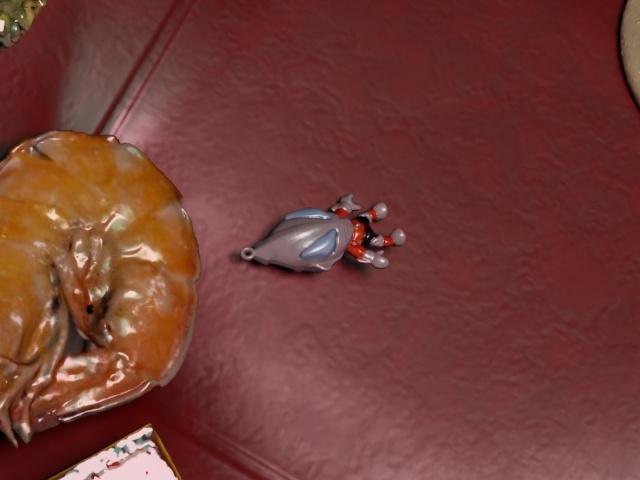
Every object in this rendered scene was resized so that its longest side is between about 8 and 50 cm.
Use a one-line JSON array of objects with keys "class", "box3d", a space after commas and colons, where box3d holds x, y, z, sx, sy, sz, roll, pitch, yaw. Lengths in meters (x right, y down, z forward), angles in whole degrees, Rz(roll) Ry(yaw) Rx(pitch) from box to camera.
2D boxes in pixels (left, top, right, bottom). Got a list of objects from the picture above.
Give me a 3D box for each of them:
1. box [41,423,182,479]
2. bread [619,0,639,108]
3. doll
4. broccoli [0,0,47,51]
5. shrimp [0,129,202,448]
[{"class": "box", "box3d": [-0.115, 0.252, 1.173, 0.153, 0.074, 0.240, -27, 85, -27]}, {"class": "bread", "box3d": [0.280, -0.161, 1.451, 0.112, 0.036, 0.193, 31, 67, -8]}, {"class": "doll", "box3d": [0.000, -0.001, 1.303, 0.114, 0.039, 0.057, -11, 84, -25]}, {"class": "broccoli", "box3d": [-0.255, -0.250, 1.189, 0.288, 0.235, 0.260, 35, 97, -3]}, {"class": "shrimp", "box3d": [-0.169, 0.067, 1.199, 0.164, 0.062, 0.317, 25, 58, -6]}]
